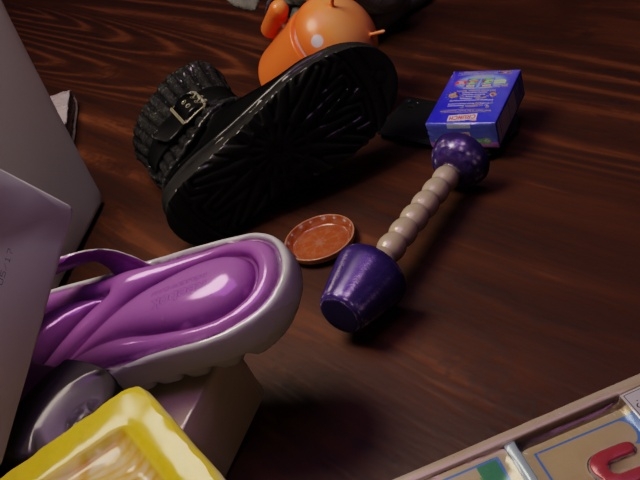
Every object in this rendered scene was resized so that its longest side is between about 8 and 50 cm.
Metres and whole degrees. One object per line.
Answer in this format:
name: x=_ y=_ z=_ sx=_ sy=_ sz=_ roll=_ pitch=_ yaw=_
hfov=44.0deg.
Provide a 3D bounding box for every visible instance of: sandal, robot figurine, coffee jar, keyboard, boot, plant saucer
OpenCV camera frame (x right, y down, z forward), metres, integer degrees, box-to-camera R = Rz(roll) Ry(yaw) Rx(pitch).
sandal: x=-0.220 y=0.070 z=0.682 sx=0.416 sy=0.102 sz=0.169 roll=-21 pitch=39 yaw=7
robot figurine: x=-0.006 y=-0.255 z=1.104 sx=0.128 sy=0.158 sz=0.219 roll=-14 pitch=-13 yaw=-36
coffee jar: x=-0.165 y=0.180 z=0.598 sx=0.079 sy=0.184 sz=0.096 roll=6 pitch=43 yaw=31
keyboard: x=0.170 y=-0.154 z=1.028 sx=0.180 sy=0.023 sz=0.108 roll=20 pitch=57 yaw=41
boot: x=-0.090 y=-0.169 z=1.036 sx=0.347 sy=0.131 sz=0.260 roll=-33 pitch=36 yaw=2
plant saucer: x=0.000 y=0.000 z=0.909 sx=0.083 sy=0.013 sz=0.084 roll=-13 pitch=35 yaw=9

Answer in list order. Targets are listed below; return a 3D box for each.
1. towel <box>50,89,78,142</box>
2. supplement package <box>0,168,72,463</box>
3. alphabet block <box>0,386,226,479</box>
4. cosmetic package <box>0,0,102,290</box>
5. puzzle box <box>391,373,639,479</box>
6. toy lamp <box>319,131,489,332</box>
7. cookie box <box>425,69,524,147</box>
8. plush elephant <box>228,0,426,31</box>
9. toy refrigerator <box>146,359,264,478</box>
towel: x=-0.507 y=-0.163 z=1.336 sx=0.187 sy=0.049 sz=0.282 roll=-20 pitch=35 yaw=-1
supplement package: x=-0.354 y=0.054 z=0.569 sx=0.262 sy=0.198 sz=0.199 roll=-20 pitch=52 yaw=37
alphabet block: x=-0.111 y=0.246 z=0.476 sx=0.193 sy=0.197 sz=0.192 roll=-36 pitch=38 yaw=-22
cosmetic package: x=-0.547 y=-0.052 z=0.964 sx=0.393 sy=0.330 sz=0.327 roll=-9 pitch=36 yaw=13
puzzle box: x=0.189 y=0.265 z=0.435 sx=0.272 sy=0.052 sz=0.409 roll=-23 pitch=36 yaw=-4
toy lamp: x=0.091 y=-0.011 z=0.829 sx=0.080 sy=0.080 sz=0.275 roll=12 pitch=45 yaw=36
cookie box: x=0.191 y=-0.162 z=0.975 sx=0.091 sy=0.040 sz=0.107 roll=6 pitch=48 yaw=33
plush elephant: x=-0.011 y=-0.435 z=1.283 sx=0.271 sy=0.256 sz=0.330 roll=4 pitch=42 yaw=29
toy refrigerator: x=-0.197 y=0.145 z=0.744 sx=0.269 sy=0.094 sz=0.102 roll=2 pitch=48 yaw=28
